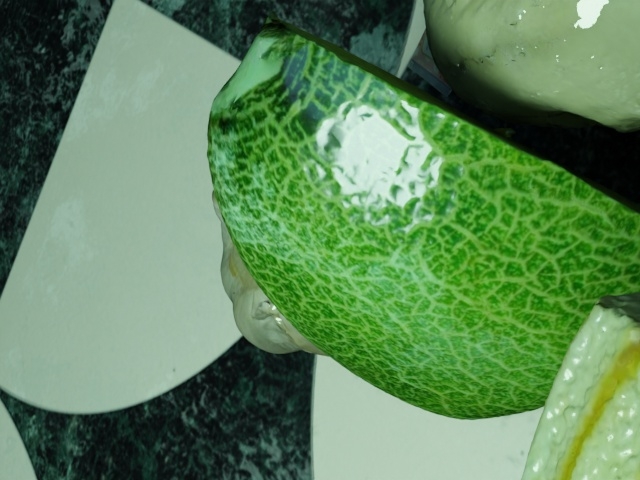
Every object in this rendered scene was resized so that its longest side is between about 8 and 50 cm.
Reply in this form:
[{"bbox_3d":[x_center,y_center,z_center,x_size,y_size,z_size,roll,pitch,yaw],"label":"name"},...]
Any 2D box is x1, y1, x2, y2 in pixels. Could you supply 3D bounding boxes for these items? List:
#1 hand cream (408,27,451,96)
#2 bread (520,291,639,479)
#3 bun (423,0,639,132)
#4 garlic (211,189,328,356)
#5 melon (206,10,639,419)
[{"bbox_3d":[0.138,-0.237,1.524,0.067,0.043,0.209,43,118,44],"label":"hand cream"},{"bbox_3d":[0.310,0.133,1.109,0.395,0.239,0.264,2,78,49],"label":"bread"},{"bbox_3d":[0.233,-0.234,1.284,0.362,0.234,0.326,12,83,64],"label":"bun"},{"bbox_3d":[0.002,-0.003,1.530,0.228,0.152,0.227,-3,86,43],"label":"garlic"},{"bbox_3d":[0.072,-0.021,1.316,0.331,0.343,0.226,-33,41,54],"label":"melon"}]
